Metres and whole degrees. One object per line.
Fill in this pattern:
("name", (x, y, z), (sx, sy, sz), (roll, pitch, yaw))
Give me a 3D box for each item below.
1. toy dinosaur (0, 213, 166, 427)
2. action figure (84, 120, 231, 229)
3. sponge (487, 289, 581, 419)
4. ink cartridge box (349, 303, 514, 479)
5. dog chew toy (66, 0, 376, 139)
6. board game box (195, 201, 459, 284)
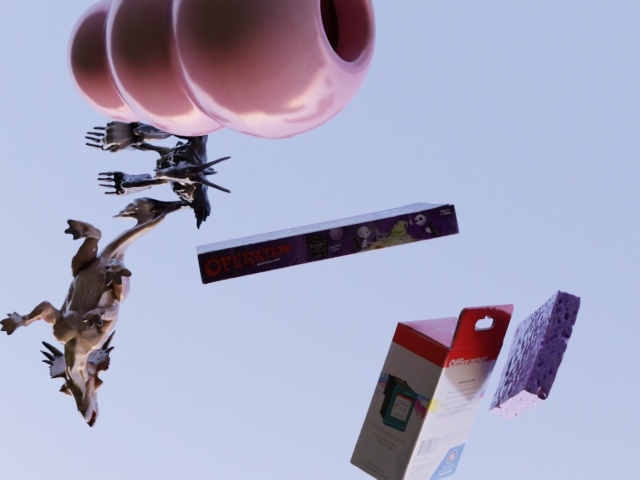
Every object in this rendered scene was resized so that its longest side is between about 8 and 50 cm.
("toy dinosaur", (-0.313, 0.089, 1.464), (0.127, 0.200, 0.295), (23, -106, 11))
("action figure", (-0.243, -0.098, 1.520), (0.276, 0.141, 0.164), (10, -70, 52))
("sponge", (0.237, 0.133, 1.188), (0.031, 0.210, 0.117), (21, -105, 5))
("ink cartridge box", (0.133, 0.169, 1.249), (0.078, 0.134, 0.231), (26, -76, 34))
("dog chew toy", (-0.115, -0.195, 1.048), (0.332, 0.207, 0.206), (-3, -82, 33))
("board game box", (0.000, 0.000, 1.479), (0.347, 0.208, 0.056), (-11, -90, -7))
